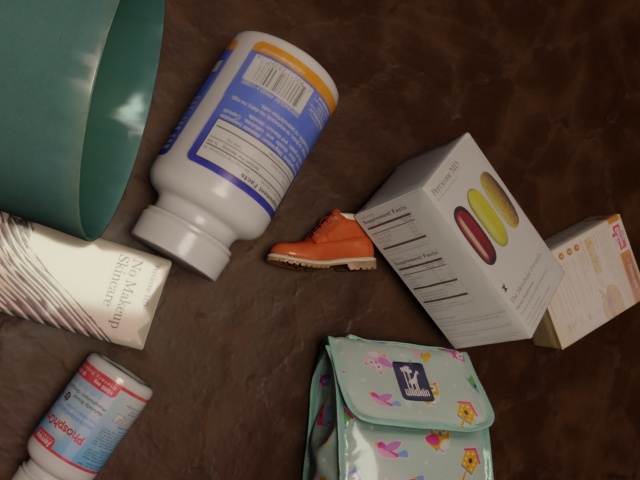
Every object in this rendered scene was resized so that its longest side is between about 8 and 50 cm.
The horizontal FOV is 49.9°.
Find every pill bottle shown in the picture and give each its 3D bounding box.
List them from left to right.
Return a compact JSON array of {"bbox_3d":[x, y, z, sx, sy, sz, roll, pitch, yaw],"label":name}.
[{"bbox_3d":[-0.269,0.214,0.773,0.087,0.087,0.160,38,75,-17],"label":"pill bottle"},{"bbox_3d":[-0.104,-0.095,0.811,0.152,0.152,0.272,33,78,-18],"label":"pill bottle"}]

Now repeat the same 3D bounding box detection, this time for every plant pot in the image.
[{"bbox_3d":[-0.304,-0.167,0.669,0.235,0.293,0.293,14,84,-8],"label":"plant pot"}]

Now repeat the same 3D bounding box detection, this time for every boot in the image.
[{"bbox_3d":[0.000,0.000,0.906,0.158,0.059,0.084,-1,86,-31],"label":"boot"}]

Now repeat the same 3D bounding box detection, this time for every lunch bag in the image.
[{"bbox_3d":[0.099,0.258,0.888,0.224,0.160,0.262,8,75,-19],"label":"lunch bag"}]

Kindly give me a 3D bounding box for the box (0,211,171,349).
[{"bbox_3d":[-0.315,0.030,0.754,0.275,0.094,0.113,18,82,-20],"label":"box"}]

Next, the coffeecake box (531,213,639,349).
[{"bbox_3d":[0.393,0.060,1.055,0.186,0.068,0.142,-25,98,-20],"label":"coffeecake box"}]

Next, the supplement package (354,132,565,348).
[{"bbox_3d":[0.188,0.006,0.919,0.244,0.134,0.139,51,53,-14],"label":"supplement package"}]
